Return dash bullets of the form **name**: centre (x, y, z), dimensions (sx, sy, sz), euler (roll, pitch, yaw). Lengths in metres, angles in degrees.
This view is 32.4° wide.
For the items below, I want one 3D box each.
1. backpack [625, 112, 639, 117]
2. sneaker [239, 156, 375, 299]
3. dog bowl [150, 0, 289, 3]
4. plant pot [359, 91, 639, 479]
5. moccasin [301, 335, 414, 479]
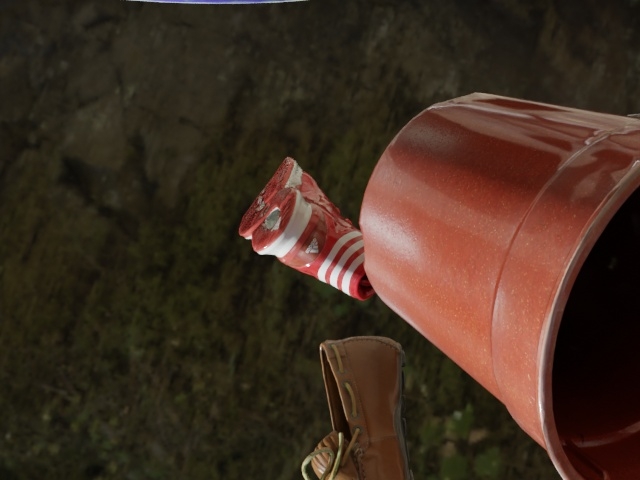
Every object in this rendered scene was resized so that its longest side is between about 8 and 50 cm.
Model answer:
- **backpack**: centre (0.355, -0.039, 1.336), dimensions (0.355, 0.273, 0.290), euler (-30, -179, 23)
- **sneaker**: centre (0.000, 0.000, 1.015), dimensions (0.128, 0.087, 0.221), euler (34, -167, -12)
- **dog bowl**: centre (-0.099, -0.267, 0.919), dimensions (0.265, 0.104, 0.265), euler (2, -161, -1)
- **plant pot**: centre (0.179, 0.013, 0.809), dimensions (0.272, 0.272, 0.265), euler (28, -178, -36)
- **moccasin**: centre (0.044, 0.289, 1.431), dimensions (0.147, 0.380, 0.139), euler (4, 146, -6)
